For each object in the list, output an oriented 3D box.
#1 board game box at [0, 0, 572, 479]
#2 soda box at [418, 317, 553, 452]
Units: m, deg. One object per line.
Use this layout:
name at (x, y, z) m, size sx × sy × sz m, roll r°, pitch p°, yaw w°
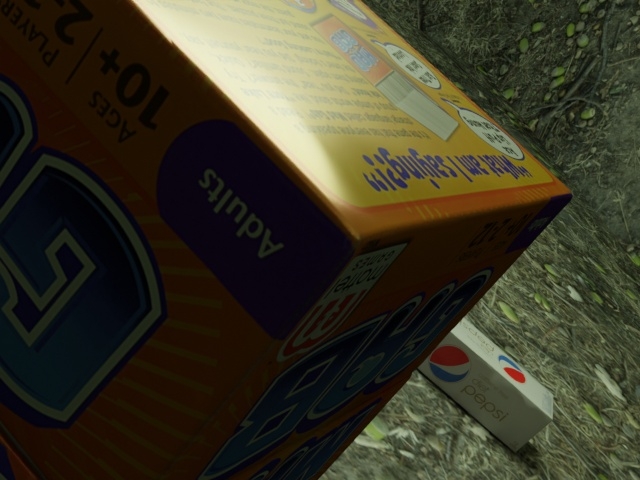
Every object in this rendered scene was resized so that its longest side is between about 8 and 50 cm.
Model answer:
board game box at (-0.128, -0.009, 0.588) m, size 0.356 × 0.356 × 0.356 m, roll 45°, pitch 22°, yaw 16°
soda box at (0.199, 0.170, 1.233) m, size 0.216 × 0.074 × 0.069 m, roll 41°, pitch 23°, yaw -1°
